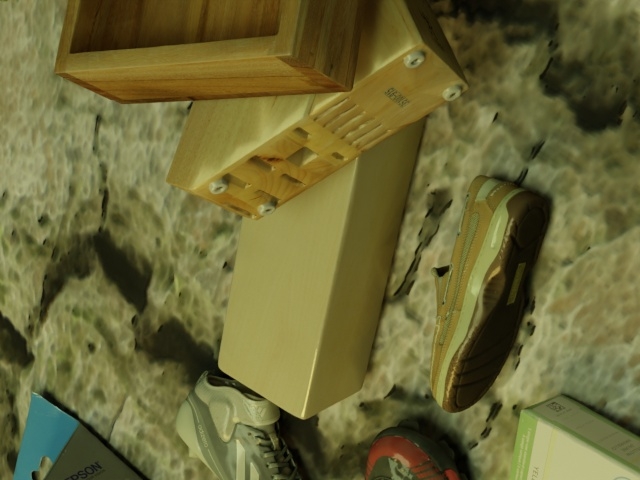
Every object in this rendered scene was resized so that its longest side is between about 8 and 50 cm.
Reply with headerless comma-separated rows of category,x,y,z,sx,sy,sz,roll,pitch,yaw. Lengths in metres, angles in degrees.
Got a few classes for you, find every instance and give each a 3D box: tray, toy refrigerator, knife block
tray,-0.046,-0.300,0.722,0.203,0.076,0.410,3,79,35
toy refrigerator,0.000,0.000,0.888,0.102,0.094,0.269,26,117,31
knife block,-0.009,-0.181,0.769,0.276,0.088,0.242,-32,63,18

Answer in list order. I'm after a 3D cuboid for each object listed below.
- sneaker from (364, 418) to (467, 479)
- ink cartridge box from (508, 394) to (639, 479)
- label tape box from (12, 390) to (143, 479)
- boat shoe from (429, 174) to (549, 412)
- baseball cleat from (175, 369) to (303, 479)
sneaker,0.068,0.294,0.906,0.098,0.135,0.275,6,107,37
ink cartridge box,0.239,0.239,0.782,0.235,0.056,0.171,28,120,45
label tape box,-0.257,0.370,1.182,0.348,0.115,0.249,35,122,20
boat shoe,0.118,0.040,0.839,0.072,0.068,0.189,31,112,38
baseball cleat,-0.052,0.206,1.005,0.206,0.072,0.109,40,118,15
